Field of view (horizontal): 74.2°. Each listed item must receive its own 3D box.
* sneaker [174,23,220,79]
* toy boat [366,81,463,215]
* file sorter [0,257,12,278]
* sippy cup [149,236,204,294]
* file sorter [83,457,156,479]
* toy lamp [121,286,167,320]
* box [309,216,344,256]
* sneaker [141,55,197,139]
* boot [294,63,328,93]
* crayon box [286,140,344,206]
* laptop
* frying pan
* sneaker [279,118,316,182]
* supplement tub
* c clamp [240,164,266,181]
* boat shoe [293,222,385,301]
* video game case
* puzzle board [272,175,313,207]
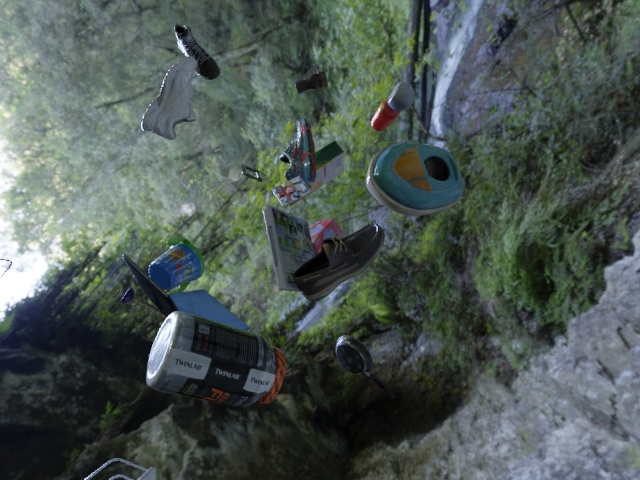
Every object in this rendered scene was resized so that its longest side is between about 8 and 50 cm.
[{"bbox_3d":[-0.467,-0.702,1.558,0.229,0.086,0.132,47,174,9],"label":"sneaker"},{"bbox_3d":[0.215,-0.216,1.024,0.148,0.267,0.319,-43,62,58],"label":"toy boat"},{"bbox_3d":[-1.399,0.074,1.622,0.290,0.202,0.182,34,166,-5],"label":"file sorter"},{"bbox_3d":[-0.783,0.149,2.274,0.224,0.239,0.306,-40,-70,-56],"label":"sippy cup"},{"bbox_3d":[-0.652,0.881,1.343,0.172,0.278,0.192,7,-168,21],"label":"file sorter"},{"bbox_3d":[-0.703,0.300,1.800,0.274,0.080,0.080,34,-171,-12],"label":"toy lamp"},{"bbox_3d":[0.000,0.000,2.210,0.123,0.128,0.257,61,-139,-20],"label":"box"},{"bbox_3d":[-0.374,-0.372,1.128,0.115,0.232,0.090,28,-179,-18],"label":"sneaker"},{"bbox_3d":[-0.049,-0.560,1.476,0.219,0.106,0.082,-118,11,-65],"label":"boot"},{"bbox_3d":[-0.042,-0.310,1.991,0.083,0.322,0.203,54,171,15],"label":"crayon box"},{"bbox_3d":[-0.540,0.216,1.731,0.381,0.236,0.408,27,144,37],"label":"laptop"},{"bbox_3d":[0.171,0.569,1.872,0.053,0.197,0.327,-30,-85,-44],"label":"frying pan"},{"bbox_3d":[-0.088,-0.322,1.498,0.104,0.125,0.262,68,-163,-62],"label":"sneaker"},{"bbox_3d":[-0.280,0.337,1.169,0.337,0.207,0.207,24,-164,-27],"label":"supplement tub"},{"bbox_3d":[-0.300,-0.306,1.934,0.137,0.022,0.161,24,-159,-21],"label":"c clamp"},{"bbox_3d":[0.061,0.059,1.418,0.130,0.355,0.132,47,-178,-36],"label":"boat shoe"},{"bbox_3d":[-0.097,0.043,1.577,0.329,0.036,0.300,20,-125,-66],"label":"video game case"},{"bbox_3d":[-0.086,-0.150,1.260,0.128,0.096,0.011,54,171,53],"label":"puzzle board"}]
